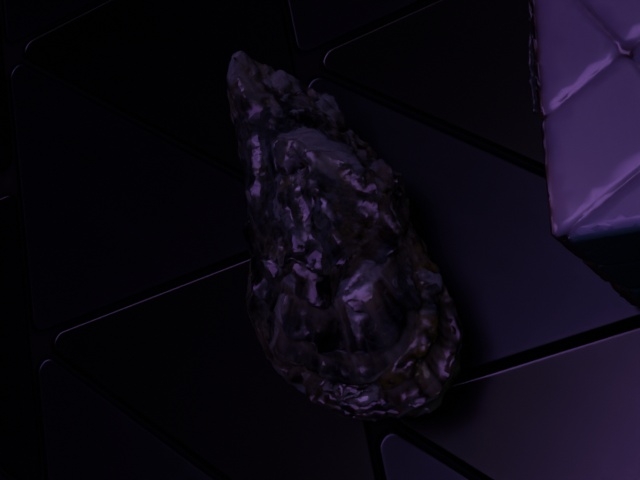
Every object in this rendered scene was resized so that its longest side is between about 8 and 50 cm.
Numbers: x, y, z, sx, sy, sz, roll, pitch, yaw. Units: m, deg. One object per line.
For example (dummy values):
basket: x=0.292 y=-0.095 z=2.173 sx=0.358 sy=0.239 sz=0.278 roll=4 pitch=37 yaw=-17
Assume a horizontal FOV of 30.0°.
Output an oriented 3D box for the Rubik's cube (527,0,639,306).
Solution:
Rubik's cube: x=0.290 y=-0.092 z=0.830 sx=0.231 sy=0.225 sz=0.221 roll=-10 pitch=70 yaw=27

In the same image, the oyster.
oyster: x=0.001 y=-0.005 z=1.022 sx=0.162 sy=0.158 sz=0.351 roll=-20 pitch=76 yaw=-15
